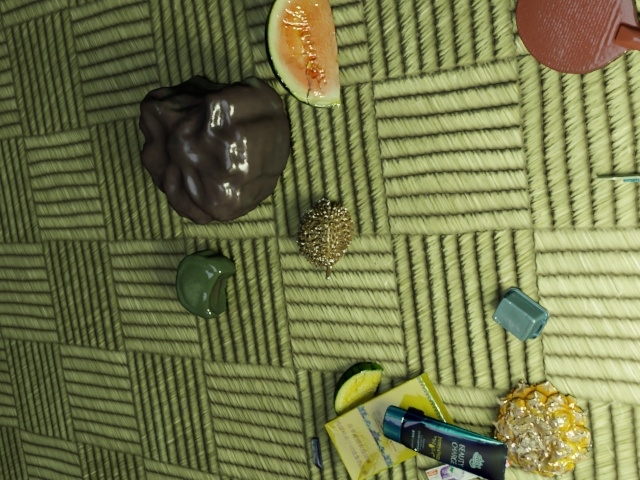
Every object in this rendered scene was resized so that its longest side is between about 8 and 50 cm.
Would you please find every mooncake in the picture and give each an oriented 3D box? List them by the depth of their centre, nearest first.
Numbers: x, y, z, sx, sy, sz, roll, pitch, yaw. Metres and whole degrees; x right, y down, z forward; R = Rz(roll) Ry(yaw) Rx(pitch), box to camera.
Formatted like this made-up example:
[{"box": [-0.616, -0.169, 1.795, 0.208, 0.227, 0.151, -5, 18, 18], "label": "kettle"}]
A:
[{"box": [-0.260, -0.220, 2.044, 0.381, 0.212, 0.351, -4, 104, 42], "label": "mooncake"}, {"box": [-0.285, 0.109, 2.201, 0.175, 0.104, 0.168, -41, 71, 35], "label": "mooncake"}]

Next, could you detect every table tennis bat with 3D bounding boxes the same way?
[{"box": [0.478, -0.380, 1.506, 0.310, 0.038, 0.200, 32, 119, 30], "label": "table tennis bat"}]

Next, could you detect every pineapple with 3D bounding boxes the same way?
[{"box": [0.429, 0.382, 1.708, 0.224, 0.076, 0.225, 9, 106, 35], "label": "pineapple"}]

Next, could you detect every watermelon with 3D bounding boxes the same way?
[{"box": [-0.065, -0.429, 1.874, 0.159, 0.128, 0.303, -1, 100, 39], "label": "watermelon"}, {"box": [0.076, 0.347, 2.011, 0.092, 0.075, 0.181, 10, 117, -10], "label": "watermelon"}]

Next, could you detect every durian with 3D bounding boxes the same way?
[{"box": [0.000, 0.000, 1.951, 0.148, 0.091, 0.189, 3, 105, 39], "label": "durian"}]

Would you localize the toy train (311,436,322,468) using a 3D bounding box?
[{"box": [-0.009, 0.529, 2.134, 0.017, 0.017, 0.083, 0, 101, 40], "label": "toy train"}]

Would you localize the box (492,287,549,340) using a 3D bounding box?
[{"box": [0.389, 0.150, 1.695, 0.099, 0.054, 0.074, 38, 124, 25], "label": "box"}]

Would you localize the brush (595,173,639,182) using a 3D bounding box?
[{"box": [0.534, -0.110, 1.540, 0.083, 0.016, 0.013, 1, 113, 39], "label": "brush"}]

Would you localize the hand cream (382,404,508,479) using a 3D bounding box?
[{"box": [0.262, 0.422, 1.804, 0.270, 0.061, 0.120, 15, 126, 26], "label": "hand cream"}]

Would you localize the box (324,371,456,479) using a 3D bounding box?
[{"box": [0.153, 0.420, 1.921, 0.279, 0.041, 0.153, -32, 80, 25], "label": "box"}]

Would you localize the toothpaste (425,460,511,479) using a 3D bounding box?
[{"box": [0.314, 0.488, 1.848, 0.196, 0.040, 0.047, -31, 78, 39], "label": "toothpaste"}]
